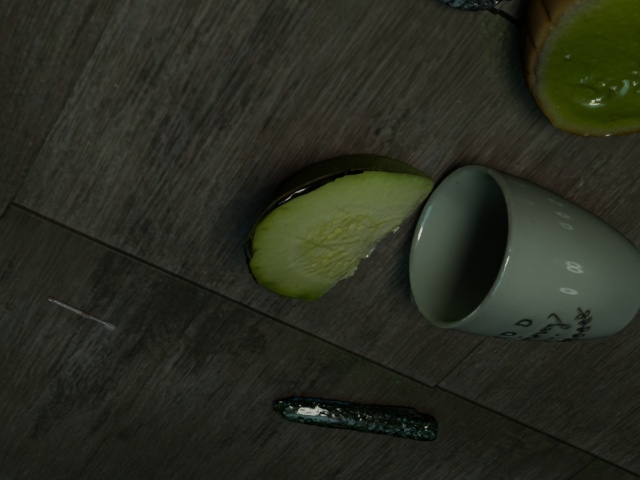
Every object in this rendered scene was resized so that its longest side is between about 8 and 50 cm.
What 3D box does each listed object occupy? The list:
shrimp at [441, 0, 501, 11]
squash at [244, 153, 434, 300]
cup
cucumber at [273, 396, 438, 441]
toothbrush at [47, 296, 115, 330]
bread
[{"bbox_3d":[0.114,-0.261,0.688,0.174,0.082,0.076,24,117,-29],"label":"shrimp"},{"bbox_3d":[0.000,0.000,0.830,0.204,0.155,0.237,32,116,-23],"label":"squash"},{"bbox_3d":[0.231,0.042,0.885,0.234,0.186,0.258,15,154,-26],"label":"cup"},{"bbox_3d":[0.056,0.266,1.098,0.256,0.043,0.044,10,120,-11],"label":"cucumber"},{"bbox_3d":[-0.316,0.098,0.964,0.097,0.006,0.008,31,122,-24],"label":"toothbrush"},{"bbox_3d":[0.314,-0.200,0.717,0.236,0.070,0.236,1,143,1],"label":"bread"}]
